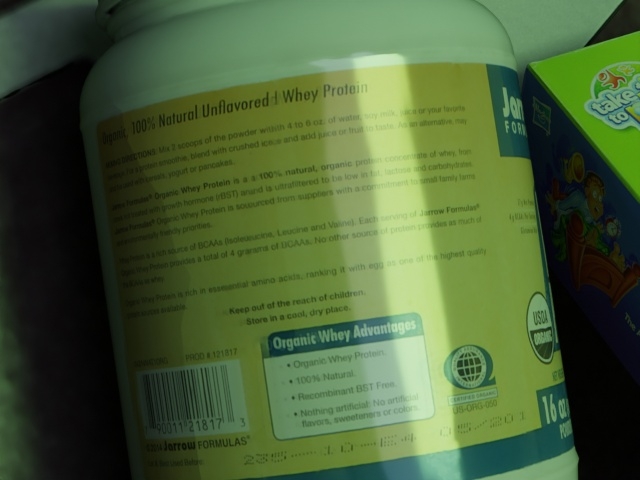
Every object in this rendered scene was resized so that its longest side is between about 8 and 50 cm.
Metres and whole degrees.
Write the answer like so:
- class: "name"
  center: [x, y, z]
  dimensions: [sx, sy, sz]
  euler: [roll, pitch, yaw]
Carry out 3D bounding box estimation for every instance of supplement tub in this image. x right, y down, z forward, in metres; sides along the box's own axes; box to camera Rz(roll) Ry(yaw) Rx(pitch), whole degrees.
- class: "supplement tub"
  center: [0.000, 0.000, 0.495]
  dimensions: [0.144, 0.144, 0.199]
  euler: [-7, 87, -30]

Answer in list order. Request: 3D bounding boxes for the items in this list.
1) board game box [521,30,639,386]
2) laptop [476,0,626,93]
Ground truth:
- class: "board game box"
  center: [0.277, -0.011, 0.563]
  dimensions: [0.347, 0.078, 0.233]
  euler: [-18, 51, -18]
- class: "laptop"
  center: [0.124, -0.295, 0.436]
  dimensions: [0.382, 0.236, 0.408]
  euler: [43, 84, -25]
